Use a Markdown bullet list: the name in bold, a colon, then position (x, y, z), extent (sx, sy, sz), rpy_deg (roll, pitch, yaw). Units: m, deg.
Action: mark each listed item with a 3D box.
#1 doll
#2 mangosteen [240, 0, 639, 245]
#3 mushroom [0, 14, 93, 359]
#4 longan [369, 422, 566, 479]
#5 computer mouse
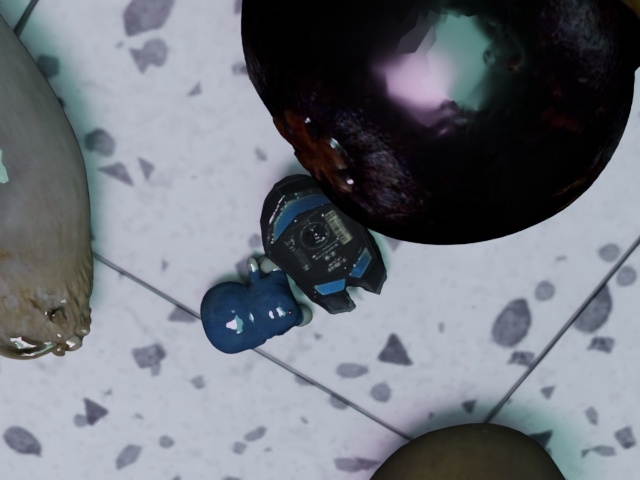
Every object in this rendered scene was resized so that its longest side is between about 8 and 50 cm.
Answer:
- **doll**: position (-0.057, 0.054, 1.048), extent (0.083, 0.050, 0.076), rpy_deg (-21, 108, 9)
- **mangosteen**: position (0.101, -0.151, 0.874), extent (0.302, 0.275, 0.275), rpy_deg (-43, 112, -20)
- **mushroom**: position (-0.272, -0.083, 0.940), extent (0.177, 0.126, 0.397), rpy_deg (-29, 112, 18)
- **longan**: position (0.115, 0.237, 1.077), extent (0.189, 0.189, 0.189), rpy_deg (-1, 114, -2)
- **computer mouse**: position (0.000, 0.000, 1.027), extent (0.079, 0.047, 0.135), rpy_deg (-36, 119, 3)
